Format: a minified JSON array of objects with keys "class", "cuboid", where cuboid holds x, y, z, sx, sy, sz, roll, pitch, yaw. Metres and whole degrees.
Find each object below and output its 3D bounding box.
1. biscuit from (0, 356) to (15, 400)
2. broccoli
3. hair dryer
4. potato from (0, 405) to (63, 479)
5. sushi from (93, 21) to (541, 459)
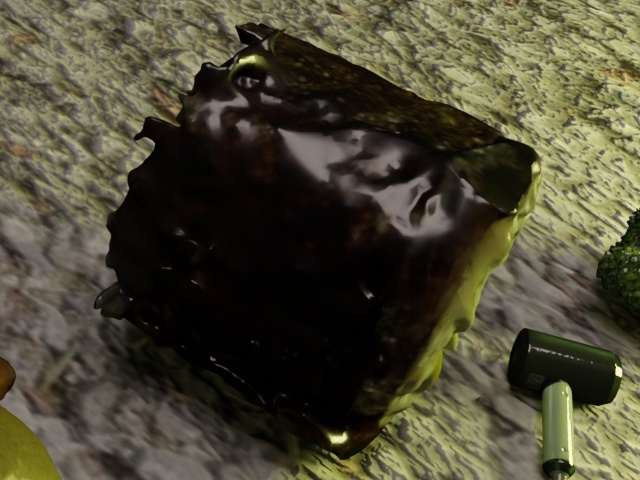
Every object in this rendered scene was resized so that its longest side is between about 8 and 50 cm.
[{"class":"biscuit","cuboid":[-0.362,0.081,0.813,0.299,0.045,0.154,8,-1,5]},{"class":"broccoli","cuboid":[0.409,0.016,1.163,0.226,0.176,0.198,27,22,-23]},{"class":"hair dryer","cuboid":[0.223,0.172,1.010,0.100,0.057,0.197,15,47,-3]},{"class":"potato","cuboid":[-0.313,0.191,0.633,0.359,0.219,0.269,10,38,-9]},{"class":"sushi","cuboid":[-0.002,-0.001,0.936,0.294,0.299,0.281,28,12,9]}]
